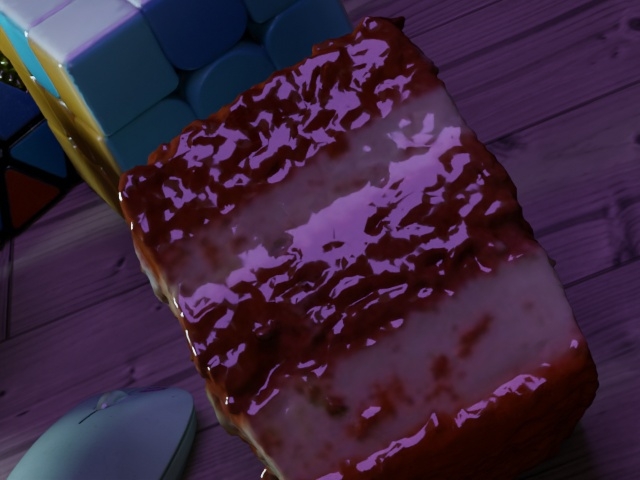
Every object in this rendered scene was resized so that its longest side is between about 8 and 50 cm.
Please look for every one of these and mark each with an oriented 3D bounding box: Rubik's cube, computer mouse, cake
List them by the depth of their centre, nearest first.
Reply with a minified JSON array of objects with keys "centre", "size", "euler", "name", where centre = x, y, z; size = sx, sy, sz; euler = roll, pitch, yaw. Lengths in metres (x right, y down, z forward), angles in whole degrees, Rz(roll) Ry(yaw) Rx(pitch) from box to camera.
[{"centre":[0.031,0.050,1.251],"size":[0.270,0.269,0.319],"euler":[-31,71,-4],"name":"cake"},{"centre":[-0.216,0.220,1.431],"size":[0.159,0.097,0.288],"euler":[-7,41,29],"name":"computer mouse"},{"centre":[-0.149,-0.199,1.738],"size":[0.290,0.291,0.291],"euler":[-36,37,-12],"name":"Rubik's cube"},{"centre":[-0.424,-0.064,1.953],"size":[0.234,0.284,0.250],"euler":[2,76,62],"name":"Rubik's cube"}]

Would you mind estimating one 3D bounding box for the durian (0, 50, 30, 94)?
[{"centre":[-0.360,-0.205,1.993],"size":[0.198,0.159,0.146],"euler":[-25,23,14],"name":"durian"}]
